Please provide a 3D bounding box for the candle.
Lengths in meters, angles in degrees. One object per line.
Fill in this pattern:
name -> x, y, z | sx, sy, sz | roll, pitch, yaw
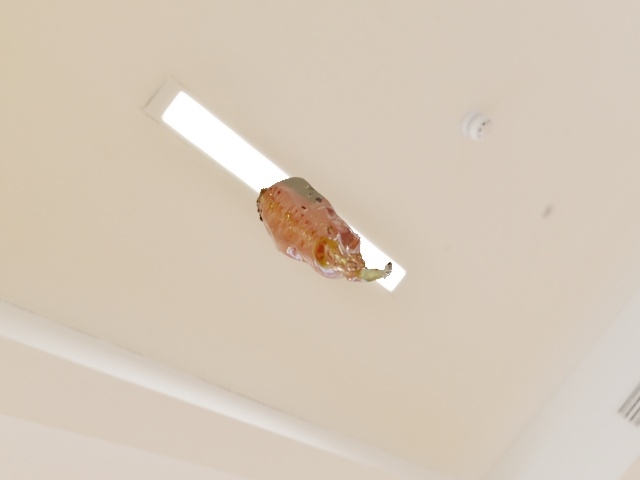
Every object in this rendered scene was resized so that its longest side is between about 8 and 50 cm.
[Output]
candle -> 0.000, 0.000, 0.536 | 0.048, 0.162, 0.053 | 38, -88, -29
